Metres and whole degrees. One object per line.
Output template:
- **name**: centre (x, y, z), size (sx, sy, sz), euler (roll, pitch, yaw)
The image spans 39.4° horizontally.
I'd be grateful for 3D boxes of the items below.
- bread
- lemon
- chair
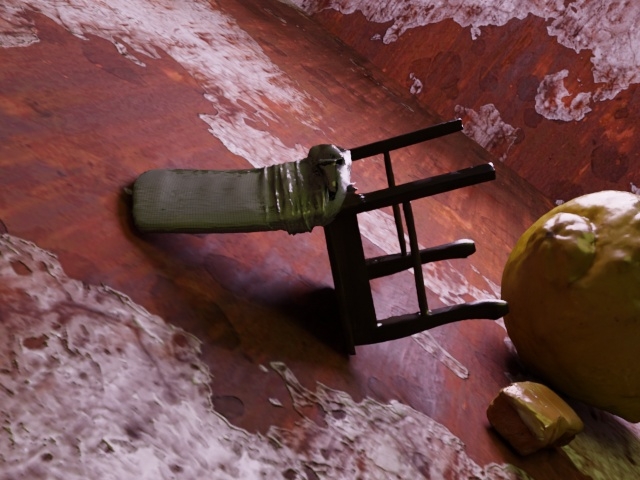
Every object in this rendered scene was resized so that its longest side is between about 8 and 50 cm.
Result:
- **bread**: centre (0.225, 0.184, 0.934), size (0.074, 0.053, 0.132), euler (48, 19, 30)
- **lemon**: centre (0.374, 0.087, 1.127), size (0.285, 0.285, 0.316), euler (51, -10, 36)
- **chair**: centre (0.000, 0.000, 0.855), size (0.160, 0.319, 0.186), euler (-101, 179, -63)
